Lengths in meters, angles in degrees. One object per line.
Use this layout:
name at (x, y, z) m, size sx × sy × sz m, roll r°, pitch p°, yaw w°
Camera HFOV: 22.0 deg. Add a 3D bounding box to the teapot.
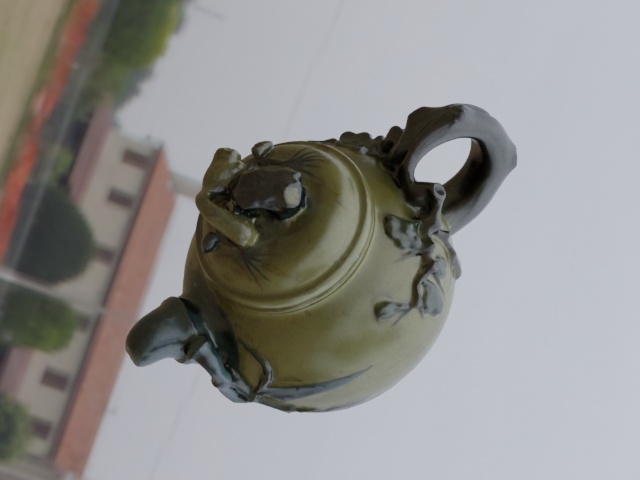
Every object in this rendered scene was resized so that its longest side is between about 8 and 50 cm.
teapot at (0.000, 0.000, 1.011) m, size 0.269 × 0.182 × 0.173 m, roll -36°, pitch -125°, yaw 0°
